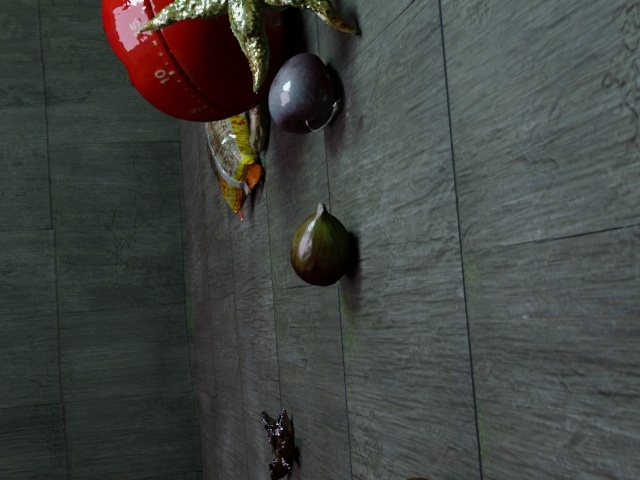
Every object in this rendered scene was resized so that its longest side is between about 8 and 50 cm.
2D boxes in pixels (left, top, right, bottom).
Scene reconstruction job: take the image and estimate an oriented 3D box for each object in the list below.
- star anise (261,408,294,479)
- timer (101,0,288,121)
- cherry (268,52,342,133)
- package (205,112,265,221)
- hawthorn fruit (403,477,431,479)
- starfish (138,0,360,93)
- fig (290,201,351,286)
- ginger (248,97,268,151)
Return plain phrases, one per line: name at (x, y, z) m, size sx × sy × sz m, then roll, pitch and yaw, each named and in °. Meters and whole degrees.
star anise at (-0.090, 0.443, 1.839) m, size 0.212 × 0.054 × 0.156 m, roll 116°, pitch 146°, yaw -63°
timer at (-0.227, -0.421, 1.616) m, size 0.378 × 0.279 × 0.377 m, roll 44°, pitch -145°, yaw -43°
cherry at (-0.015, -0.257, 1.380) m, size 0.148 × 0.115 × 0.188 m, roll -58°, pitch 8°, yaw -29°
package at (-0.222, -0.216, 2.070) m, size 0.223 × 0.109 × 0.288 m, roll 108°, pitch 150°, yaw -55°
hawthorn fruit at (0.119, 0.347, 1.005) m, size 0.140 × 0.125 × 0.125 m, roll -13°, pitch 79°, yaw 49°
starfish at (-0.126, -0.383, 1.327) m, size 0.078 × 0.358 × 0.347 m, roll 63°, pitch -172°, yaw -64°
fig at (0.000, 0.000, 1.359) m, size 0.109 × 0.103 × 0.154 m, roll 30°, pitch 133°, yaw 44°
ginger at (-0.143, -0.280, 1.884) m, size 0.069 × 0.051 × 0.173 m, roll -122°, pitch 34°, yaw -65°
